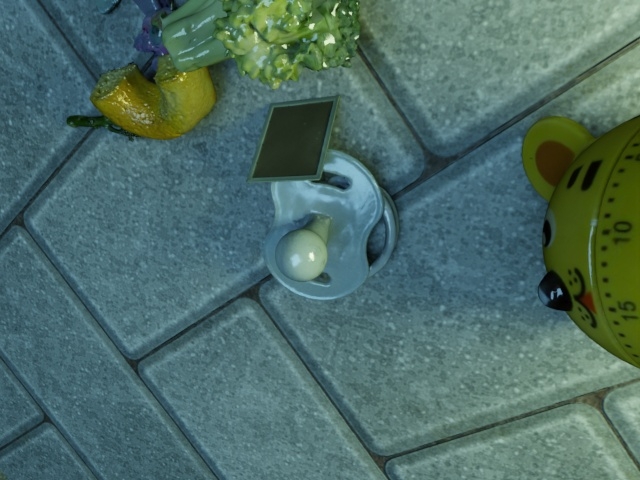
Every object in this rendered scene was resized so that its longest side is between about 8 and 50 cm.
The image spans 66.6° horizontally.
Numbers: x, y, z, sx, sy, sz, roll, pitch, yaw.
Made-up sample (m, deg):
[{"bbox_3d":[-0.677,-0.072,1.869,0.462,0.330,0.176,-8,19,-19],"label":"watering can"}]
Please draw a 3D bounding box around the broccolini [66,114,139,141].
[{"bbox_3d":[-0.468,-0.250,1.064,0.216,0.058,0.067,5,71,29],"label":"broccolini"}]

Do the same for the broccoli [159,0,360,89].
[{"bbox_3d":[-0.090,-0.335,0.705,0.280,0.293,0.348,-21,66,10],"label":"broccoli"}]

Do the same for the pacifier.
[{"bbox_3d":[0.000,0.000,0.851,0.243,0.233,0.300,16,116,13],"label":"pacifier"}]

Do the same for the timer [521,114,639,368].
[{"bbox_3d":[0.438,0.003,0.638,0.387,0.375,0.377,11,124,67],"label":"timer"}]

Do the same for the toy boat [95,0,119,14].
[{"bbox_3d":[-0.423,-0.576,0.895,0.205,0.096,0.283,-9,117,10],"label":"toy boat"}]

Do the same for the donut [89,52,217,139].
[{"bbox_3d":[-0.299,-0.262,0.927,0.258,0.101,0.152,-6,141,27],"label":"donut"}]

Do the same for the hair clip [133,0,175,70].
[{"bbox_3d":[-0.304,-0.409,0.899,0.137,0.090,0.279,-12,105,32],"label":"hair clip"}]

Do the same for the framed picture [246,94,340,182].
[{"bbox_3d":[-0.046,-0.177,0.855,0.141,0.183,0.011,0,151,23],"label":"framed picture"}]
